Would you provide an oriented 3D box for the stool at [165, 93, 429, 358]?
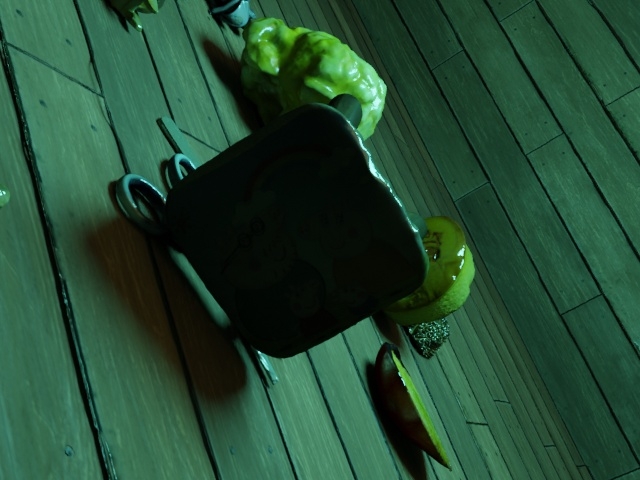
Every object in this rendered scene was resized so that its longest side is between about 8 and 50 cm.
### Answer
[{"bbox_3d":[-0.022,-0.034,1.161,0.310,0.310,0.226,58,18,-13],"label":"stool"}]

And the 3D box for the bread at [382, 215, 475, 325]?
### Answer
[{"bbox_3d":[0.224,0.066,1.809,0.148,0.269,0.270,49,20,-43],"label":"bread"}]

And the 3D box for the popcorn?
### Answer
[{"bbox_3d":[-0.012,-0.359,1.768,0.292,0.334,0.294,89,24,-46],"label":"popcorn"}]

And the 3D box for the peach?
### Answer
[{"bbox_3d":[0.174,0.338,1.553,0.279,0.068,0.189,66,12,26],"label":"peach"}]

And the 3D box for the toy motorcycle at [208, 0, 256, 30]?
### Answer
[{"bbox_3d":[-0.239,-0.621,1.906,0.270,0.106,0.159,58,12,-17],"label":"toy motorcycle"}]

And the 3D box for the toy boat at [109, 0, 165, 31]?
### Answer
[{"bbox_3d":[-0.347,-0.514,1.471,0.115,0.089,0.310,28,35,-42],"label":"toy boat"}]

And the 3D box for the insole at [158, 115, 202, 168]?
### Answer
[{"bbox_3d":[-0.218,-0.130,1.344,0.192,0.010,0.063,56,18,-7],"label":"insole"}]

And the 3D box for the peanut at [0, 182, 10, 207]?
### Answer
[{"bbox_3d":[-0.359,-0.049,0.815,0.083,0.037,0.037,2,59,-64],"label":"peanut"}]

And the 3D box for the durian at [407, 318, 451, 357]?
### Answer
[{"bbox_3d":[0.278,0.211,1.981,0.148,0.091,0.188,58,17,-5],"label":"durian"}]

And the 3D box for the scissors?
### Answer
[{"bbox_3d":[-0.159,0.045,1.200,0.383,0.029,0.256,59,19,-5],"label":"scissors"}]
